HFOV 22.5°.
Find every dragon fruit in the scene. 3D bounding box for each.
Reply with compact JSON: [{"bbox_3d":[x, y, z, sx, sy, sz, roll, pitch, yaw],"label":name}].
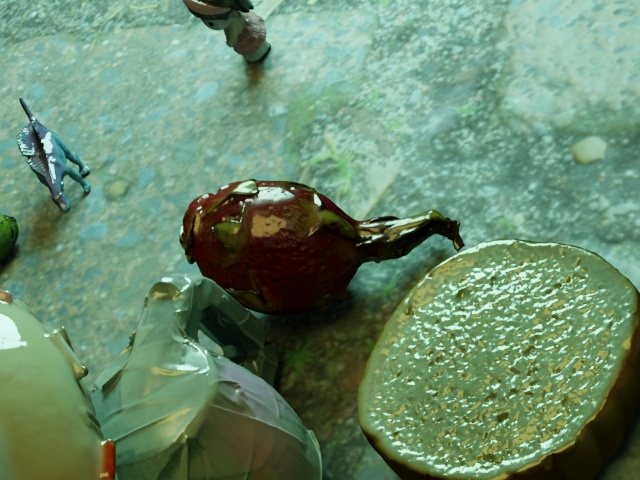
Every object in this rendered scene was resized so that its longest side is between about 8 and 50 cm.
[{"bbox_3d":[0.000,0.000,1.385,0.246,0.125,0.125,-5,78,3],"label":"dragon fruit"}]

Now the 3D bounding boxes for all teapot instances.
[{"bbox_3d":[-0.086,0.140,1.263,0.163,0.178,0.221,15,62,39],"label":"teapot"}]

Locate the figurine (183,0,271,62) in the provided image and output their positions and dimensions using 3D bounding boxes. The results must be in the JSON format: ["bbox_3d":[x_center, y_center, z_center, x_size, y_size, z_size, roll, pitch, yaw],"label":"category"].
[{"bbox_3d":[-0.095,-0.234,1.623,0.054,0.129,0.072,-42,52,7],"label":"figurine"}]

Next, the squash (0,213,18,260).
[{"bbox_3d":[-0.382,0.035,1.628,0.183,0.052,0.052,-36,43,-2],"label":"squash"}]

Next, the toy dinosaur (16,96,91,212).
[{"bbox_3d":[-0.275,-0.082,1.641,0.045,0.080,0.197,-34,43,5],"label":"toy dinosaur"}]

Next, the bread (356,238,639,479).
[{"bbox_3d":[0.144,0.102,1.233,0.236,0.070,0.236,-17,48,19],"label":"bread"}]

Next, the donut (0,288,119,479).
[{"bbox_3d":[-0.234,0.210,1.180,0.142,0.382,0.382,-15,39,-22],"label":"donut"}]
